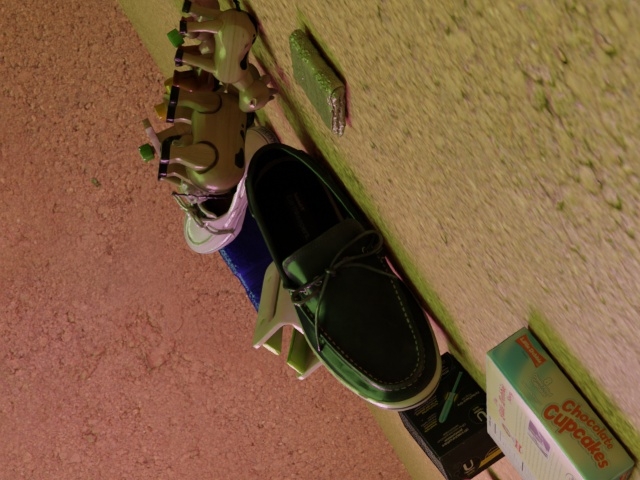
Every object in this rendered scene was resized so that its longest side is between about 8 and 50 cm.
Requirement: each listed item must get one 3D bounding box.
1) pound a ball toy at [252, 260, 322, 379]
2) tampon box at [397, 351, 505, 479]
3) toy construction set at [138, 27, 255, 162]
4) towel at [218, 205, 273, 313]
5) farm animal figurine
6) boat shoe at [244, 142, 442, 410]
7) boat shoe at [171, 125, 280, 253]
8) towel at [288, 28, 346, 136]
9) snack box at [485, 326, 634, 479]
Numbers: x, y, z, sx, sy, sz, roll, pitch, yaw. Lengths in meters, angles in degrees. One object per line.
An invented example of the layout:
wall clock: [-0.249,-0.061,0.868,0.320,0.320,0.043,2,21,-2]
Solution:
pound a ball toy: [-0.003,0.136,2.104,0.208,0.136,0.319,38,-152,-18]
tampon box: [0.205,0.283,1.646,0.161,0.120,0.101,50,170,46]
toy construction set: [-0.275,-0.236,2.204,0.257,0.237,0.309,54,173,24]
towel: [-0.096,0.024,2.294,0.308,0.227,0.076,57,145,3]
farm animal figurine: [-0.154,-0.219,1.664,0.330,0.172,0.327,-176,95,-81]
boat shoe: [0.020,0.047,1.657,0.500,0.186,0.156,60,-179,23]
boat shoe: [-0.216,-0.076,2.091,0.136,0.156,0.367,52,135,9]
towel: [-0.002,-0.199,1.326,0.110,0.027,0.148,56,174,15]
snack box: [0.273,0.242,1.240,0.187,0.060,0.322,54,172,26]
